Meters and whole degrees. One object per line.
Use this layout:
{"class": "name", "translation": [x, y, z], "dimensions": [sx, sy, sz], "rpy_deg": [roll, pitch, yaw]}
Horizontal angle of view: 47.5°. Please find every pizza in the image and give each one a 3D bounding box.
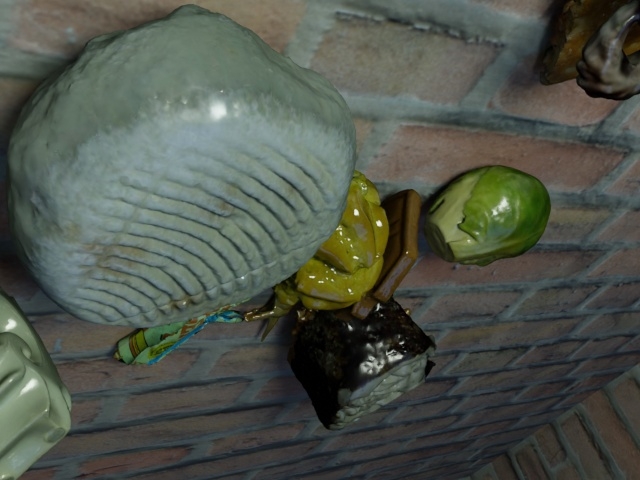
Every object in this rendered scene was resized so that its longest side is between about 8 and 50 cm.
{"class": "pizza", "translation": [0.336, -0.271, 0.838], "dimensions": [0.201, 0.053, 0.193], "rpy_deg": [-20, 154, 18]}

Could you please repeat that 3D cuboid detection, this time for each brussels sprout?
{"class": "brussels sprout", "translation": [0.247, -0.037, 1.075], "dimensions": [0.181, 0.143, 0.161], "rpy_deg": [-23, -173, -23]}

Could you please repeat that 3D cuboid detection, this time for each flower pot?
{"class": "flower pot", "translation": [-0.416, 0.100, 0.710], "dimensions": [0.164, 0.254, 0.367], "rpy_deg": [-44, 148, -4]}

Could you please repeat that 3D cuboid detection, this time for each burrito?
{"class": "burrito", "translation": [-0.187, 0.119, 1.107], "dimensions": [0.288, 0.054, 0.104], "rpy_deg": [-35, 148, 20]}

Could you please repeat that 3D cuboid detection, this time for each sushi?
{"class": "sushi", "translation": [0.071, 0.193, 1.266], "dimensions": [0.234, 0.207, 0.348], "rpy_deg": [-24, 158, -23]}

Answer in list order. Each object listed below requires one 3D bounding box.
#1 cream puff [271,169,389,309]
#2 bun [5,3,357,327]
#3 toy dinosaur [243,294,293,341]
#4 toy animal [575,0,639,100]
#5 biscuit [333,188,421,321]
{"class": "cream puff", "translation": [0.005, -0.001, 0.931], "dimensions": [0.195, 0.194, 0.221], "rpy_deg": [-10, 151, -21]}
{"class": "bun", "translation": [-0.139, -0.063, 0.710], "dimensions": [0.354, 0.194, 0.354], "rpy_deg": [-19, 148, -12]}
{"class": "toy dinosaur", "translation": [-0.061, 0.112, 1.199], "dimensions": [0.126, 0.039, 0.162], "rpy_deg": [-24, 151, -1]}
{"class": "toy animal", "translation": [0.313, -0.288, 0.641], "dimensions": [0.303, 0.194, 0.344], "rpy_deg": [-38, 130, 24]}
{"class": "biscuit", "translation": [0.066, 0.030, 1.033], "dimensions": [0.034, 0.182, 0.215], "rpy_deg": [28, 134, -17]}
